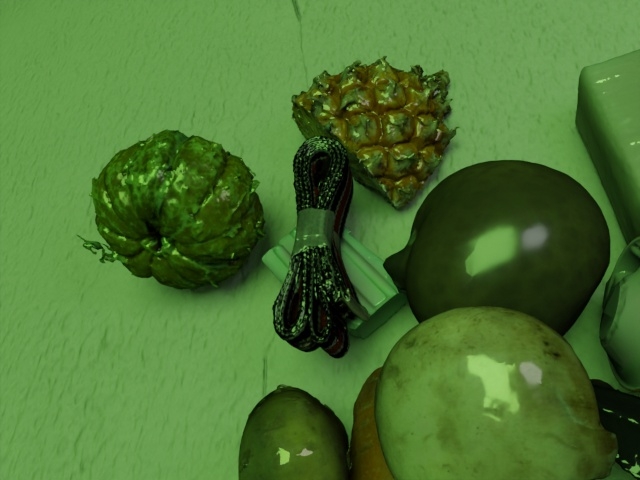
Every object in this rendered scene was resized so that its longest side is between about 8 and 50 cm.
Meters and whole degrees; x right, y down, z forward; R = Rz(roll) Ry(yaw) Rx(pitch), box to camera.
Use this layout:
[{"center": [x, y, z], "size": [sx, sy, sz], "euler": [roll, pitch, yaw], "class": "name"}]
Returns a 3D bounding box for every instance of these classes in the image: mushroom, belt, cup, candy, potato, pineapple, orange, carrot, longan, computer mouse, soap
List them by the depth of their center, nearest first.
[{"center": [0.179, 0.193, 0.618], "size": [0.254, 0.184, 0.255], "euler": [-8, 67, 20], "class": "mushroom"}, {"center": [0.383, 0.225, 0.650], "size": [0.295, 0.168, 0.087], "euler": [37, 100, 38], "class": "computer mouse"}, {"center": [0.471, 0.094, 0.679], "size": [0.263, 0.226, 0.183], "euler": [7, 97, 6], "class": "cup"}, {"center": [-0.034, 0.286, 0.737], "size": [0.141, 0.296, 0.192], "euler": [-5, 85, -9], "class": "potato"}, {"center": [0.104, 0.279, 0.776], "size": [0.159, 0.159, 0.225], "euler": [-16, 43, 13], "class": "carrot"}, {"center": [0.237, 0.026, 0.792], "size": [0.300, 0.243, 0.300], "euler": [-19, 37, 15], "class": "longan"}, {"center": [0.518, -0.116, 0.816], "size": [0.208, 0.145, 0.359], "euler": [-14, 56, 15], "class": "candy"}, {"center": [0.000, 0.000, 0.885], "size": [0.126, 0.094, 0.360], "euler": [-11, 58, 20], "class": "belt"}, {"center": [0.028, 0.065, 0.948], "size": [0.145, 0.091, 0.230], "euler": [-43, 55, -2], "class": "soap"}, {"center": [-0.244, -0.062, 1.007], "size": [0.301, 0.300, 0.223], "euler": [-53, 18, 41], "class": "orange"}, {"center": [0.110, -0.271, 1.035], "size": [0.286, 0.209, 0.344], "euler": [-43, 53, -5], "class": "pineapple"}]
